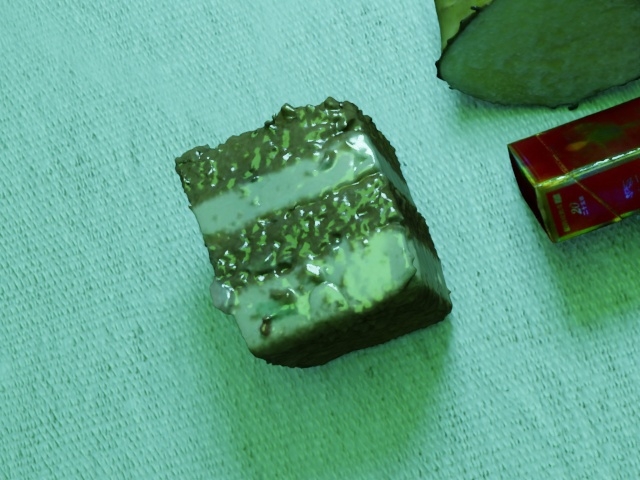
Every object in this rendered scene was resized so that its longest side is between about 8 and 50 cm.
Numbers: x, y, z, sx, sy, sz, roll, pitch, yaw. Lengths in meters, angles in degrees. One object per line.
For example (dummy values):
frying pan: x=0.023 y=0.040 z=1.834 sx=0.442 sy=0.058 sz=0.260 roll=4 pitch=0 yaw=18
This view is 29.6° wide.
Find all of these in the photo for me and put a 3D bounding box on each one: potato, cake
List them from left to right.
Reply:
cake: x=0.000 y=0.000 z=1.552 sx=0.256 sy=0.282 sz=0.290 roll=-21 pitch=74 yaw=12
potato: x=0.293 y=-0.351 z=1.619 sx=0.301 sy=0.289 sz=0.237 roll=-30 pitch=45 yaw=39

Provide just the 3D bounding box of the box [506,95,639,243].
box: x=0.409 y=-0.113 z=1.533 sx=0.313 sy=0.197 sz=0.089 roll=-19 pitch=110 yaw=5
